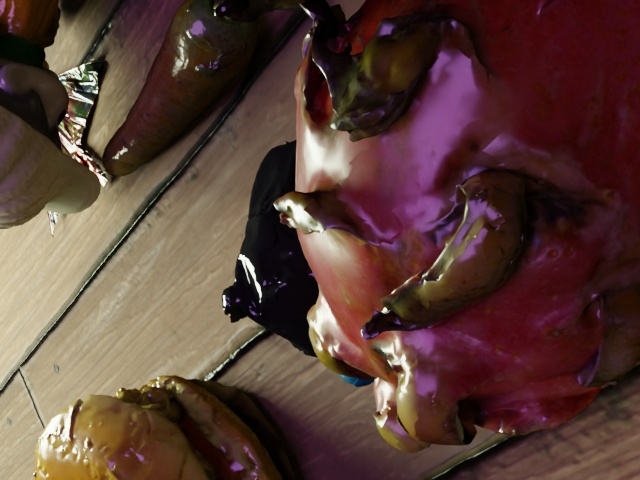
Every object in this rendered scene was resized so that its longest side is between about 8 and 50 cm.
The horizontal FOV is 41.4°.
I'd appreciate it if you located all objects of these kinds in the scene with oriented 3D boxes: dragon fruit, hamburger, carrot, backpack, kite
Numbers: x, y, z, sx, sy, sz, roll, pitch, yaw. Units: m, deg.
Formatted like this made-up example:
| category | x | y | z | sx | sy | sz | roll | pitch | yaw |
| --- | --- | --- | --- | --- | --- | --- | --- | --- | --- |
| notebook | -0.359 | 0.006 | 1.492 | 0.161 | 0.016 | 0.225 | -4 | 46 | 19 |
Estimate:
| category | x | y | z | sx | sy | sz | roll | pitch | yaw |
| --- | --- | --- | --- | --- | --- | --- | --- | --- | --- |
| dragon fruit | 0.093 | -0.015 | 0.490 | 0.250 | 0.269 | 0.291 | 35 | 115 | 44 |
| hamburger | -0.151 | 0.253 | 0.808 | 0.244 | 0.163 | 0.244 | 6 | 100 | 40 |
| carrot | -0.155 | -0.129 | 0.825 | 0.298 | 0.078 | 0.078 | -39 | 71 | 45 |
| backpack | -0.002 | -0.003 | 0.647 | 0.106 | 0.120 | 0.165 | -11 | 61 | 37 |
| kite | -0.298 | -0.117 | 0.986 | 0.189 | 0.009 | 0.232 | 44 | 122 | 29 |

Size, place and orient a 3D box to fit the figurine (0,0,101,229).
| category | x | y | z | sx | sy | sz | roll | pitch | yaw |
| --- | --- | --- | --- | --- | --- | --- | --- | --- | --- |
| figurine | -0.342 | -0.172 | 0.867 | 0.185 | 0.205 | 0.332 | -18 | 80 | 57 |

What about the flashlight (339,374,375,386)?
| category | x | y | z | sx | sy | sz | roll | pitch | yaw |
| --- | --- | --- | --- | --- | --- | --- | --- | --- | --- |
| flashlight | 0.006 | 0.069 | 0.712 | 0.129 | 0.051 | 0.051 | 42 | 122 | 28 |
